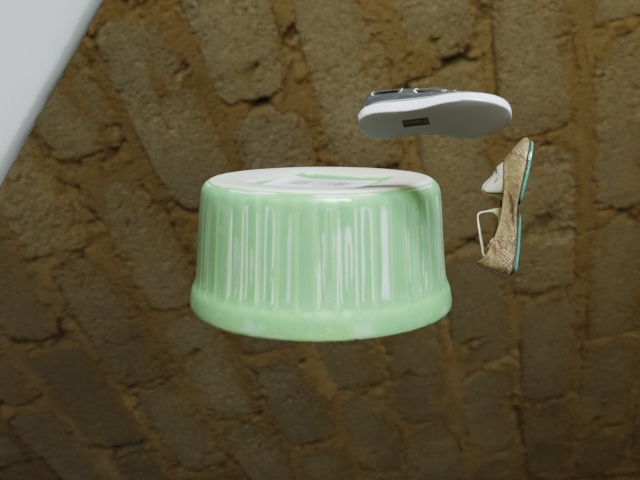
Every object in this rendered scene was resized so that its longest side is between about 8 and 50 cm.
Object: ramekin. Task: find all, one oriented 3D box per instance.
[{"bbox_3d":[0.000,0.000,0.873,0.303,0.303,0.148,-78,168,-79],"label":"ramekin"}]

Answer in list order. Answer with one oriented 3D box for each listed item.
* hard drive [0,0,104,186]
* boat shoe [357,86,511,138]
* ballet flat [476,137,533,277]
[{"bbox_3d":[-0.254,-0.131,0.448,0.203,0.308,0.040,27,4,-45],"label":"hard drive"},{"bbox_3d":[0.104,-0.124,0.704,0.049,0.142,0.040,73,22,-50],"label":"boat shoe"},{"bbox_3d":[0.265,-0.051,1.105,0.073,0.067,0.206,16,81,-80],"label":"ballet flat"}]
